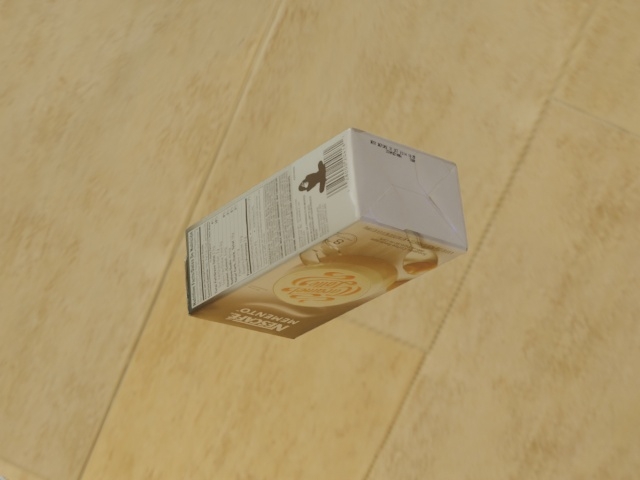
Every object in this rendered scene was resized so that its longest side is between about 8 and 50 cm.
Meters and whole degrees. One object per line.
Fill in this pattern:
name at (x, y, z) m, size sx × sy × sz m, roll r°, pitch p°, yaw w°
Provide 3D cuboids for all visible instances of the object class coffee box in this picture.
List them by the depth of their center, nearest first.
coffee box at (0.000, 0.000, 1.387) m, size 0.141 × 0.098 × 0.246 m, roll 16°, pitch 148°, yaw -38°

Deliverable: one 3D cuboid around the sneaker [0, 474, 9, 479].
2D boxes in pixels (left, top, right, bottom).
sneaker at (-0.273, 0.307, 1.278) m, size 0.086 × 0.163 × 0.226 m, roll 21°, pitch 96°, yaw 34°
